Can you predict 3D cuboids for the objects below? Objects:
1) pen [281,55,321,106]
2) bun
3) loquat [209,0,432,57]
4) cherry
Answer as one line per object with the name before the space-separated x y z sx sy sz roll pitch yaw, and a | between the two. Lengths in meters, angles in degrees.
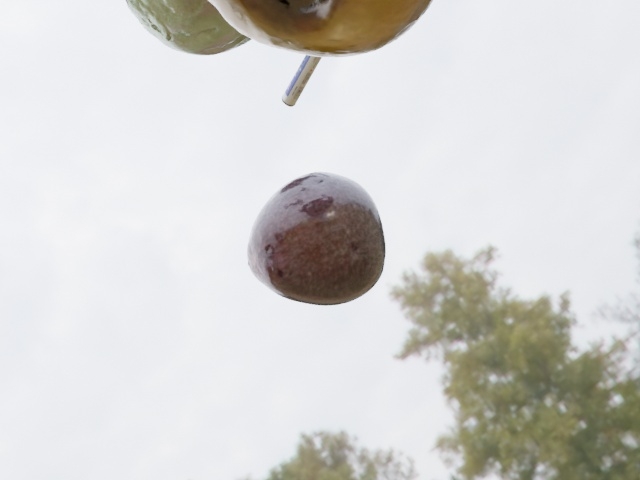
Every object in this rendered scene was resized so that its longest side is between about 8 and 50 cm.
pen | -0.008 -0.279 1.543 0.025 0.025 0.204 -6 -35 -37
bun | -0.155 -0.422 1.609 0.293 0.187 0.293 -14 -64 -30
loquat | 0.005 -0.314 1.016 0.275 0.275 0.275 -23 -33 -16
cherry | -0.002 -0.003 1.289 0.176 0.176 0.140 -13 2 -30
